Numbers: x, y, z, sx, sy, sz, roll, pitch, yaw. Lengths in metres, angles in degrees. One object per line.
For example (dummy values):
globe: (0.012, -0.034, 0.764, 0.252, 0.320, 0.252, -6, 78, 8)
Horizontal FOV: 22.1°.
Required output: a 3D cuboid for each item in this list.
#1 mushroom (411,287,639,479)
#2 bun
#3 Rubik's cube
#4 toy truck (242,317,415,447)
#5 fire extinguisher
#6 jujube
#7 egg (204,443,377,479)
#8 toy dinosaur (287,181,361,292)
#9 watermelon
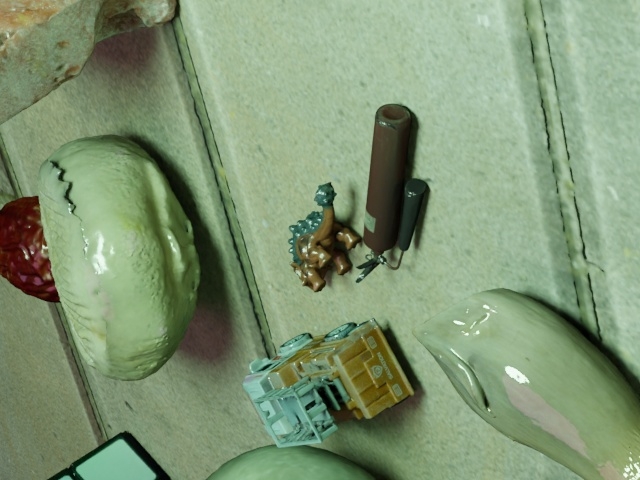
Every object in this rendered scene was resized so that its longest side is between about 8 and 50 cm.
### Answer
mushroom: (0.168, 0.112, 1.211, 0.247, 0.096, 0.108, 36, 118, 27)
bun: (-0.188, 0.018, 1.588, 0.239, 0.141, 0.239, 166, 90, -77)
Rubik's cube: (-0.255, 0.373, 1.973, 0.183, 0.180, 0.167, 45, 146, 25)
toy truck: (-0.009, 0.135, 1.466, 0.080, 0.115, 0.177, 61, 151, -6)
fire extinguisher: (0.058, -0.033, 1.303, 0.049, 0.035, 0.173, 9, 136, 4)
jujube: (-0.307, 0.007, 1.791, 0.176, 0.109, 0.112, 10, 91, 55)
egg: (-0.032, 0.339, 1.545, 0.258, 0.258, 0.352, 46, 147, 20)
toy dinosaur: (0.000, 0.000, 1.396, 0.055, 0.049, 0.154, 48, 153, 22)
watermelon: (-0.246, -0.208, 1.400, 0.226, 0.318, 0.148, -2, 119, 10)
